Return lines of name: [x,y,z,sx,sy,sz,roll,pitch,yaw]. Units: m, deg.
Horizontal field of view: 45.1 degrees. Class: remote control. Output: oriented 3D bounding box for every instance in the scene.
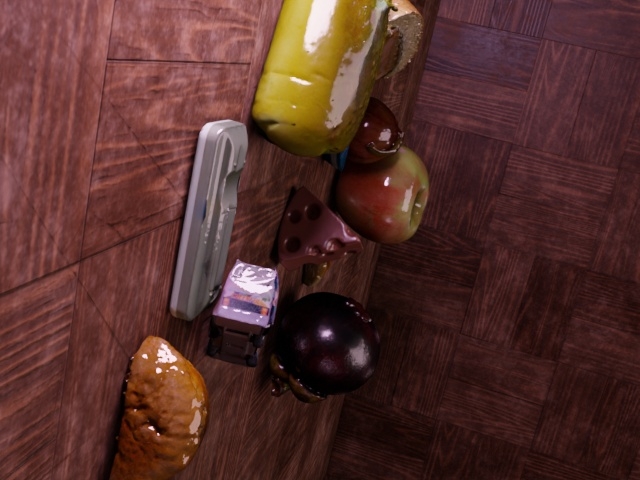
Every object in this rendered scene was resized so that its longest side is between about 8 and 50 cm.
remote control: [-0.183,-0.032,1.296,0.128,0.065,0.336,-35,140,-69]

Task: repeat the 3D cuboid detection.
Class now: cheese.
cheese: [-0.027,0.004,1.910,0.177,0.203,0.128,-45,167,-3]

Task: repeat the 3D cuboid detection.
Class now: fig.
fig: [0.143,-0.307,2.207,0.205,0.205,0.205,15,90,-79]

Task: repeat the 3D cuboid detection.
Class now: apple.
apple: [0.187,-0.157,2.433,0.319,0.277,0.319,-50,149,-45]

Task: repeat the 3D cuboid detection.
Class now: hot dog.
hot dog: [-0.004,0.039,2.253,0.084,0.073,0.243,-55,158,-47]

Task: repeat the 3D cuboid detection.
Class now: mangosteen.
mangosteen: [-0.003,0.310,2.149,0.347,0.307,0.307,-46,172,9]

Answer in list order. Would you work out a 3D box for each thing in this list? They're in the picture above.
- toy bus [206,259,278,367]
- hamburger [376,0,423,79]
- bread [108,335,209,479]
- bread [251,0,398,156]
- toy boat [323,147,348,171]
toy bus: [-0.150,0.148,1.460,0.317,0.112,0.138,120,-16,-66]
hamburger: [0.112,-0.501,1.741,0.162,0.209,0.330,-28,173,-4]
bread: [-0.247,0.292,1.242,0.129,0.134,0.260,7,99,-80]
bread: [0.006,-0.342,1.492,0.251,0.208,0.377,22,87,-74]
toy boat: [0.044,-0.307,2.045,0.096,0.061,0.299,-64,164,-44]
